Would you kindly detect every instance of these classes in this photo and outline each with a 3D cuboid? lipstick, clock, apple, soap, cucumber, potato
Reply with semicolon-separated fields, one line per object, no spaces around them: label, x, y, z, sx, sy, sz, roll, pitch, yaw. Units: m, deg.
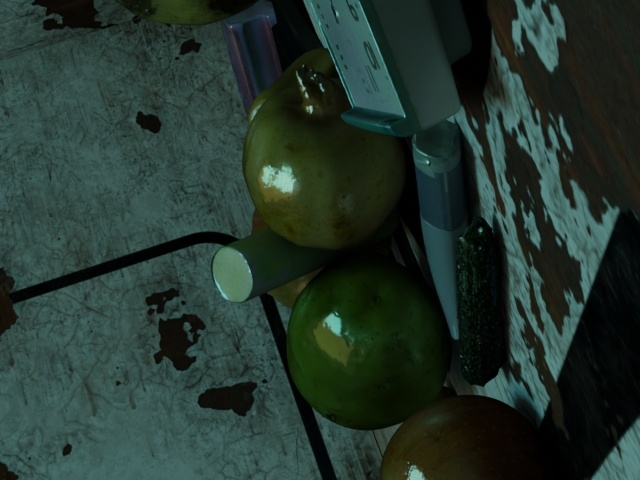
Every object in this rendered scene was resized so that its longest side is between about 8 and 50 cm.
lipstick;-0.011;0.000;1.534;0.076;0.304;0.076;15;115;36
clock;0.046;-0.214;1.055;0.262;0.116;0.231;-130;17;-80
clock;-0.017;-0.232;1.985;0.273;0.049;0.278;-115;8;-52
apple;0.150;0.255;1.244;0.201;0.162;0.201;164;90;-84
soap;-0.098;-0.292;2.328;0.193;0.109;0.323;-117;9;-61
cucumber;0.155;0.066;1.200;0.256;0.043;0.044;79;166;-52
potato;0.061;0.128;1.559;0.304;0.216;0.215;100;153;-59

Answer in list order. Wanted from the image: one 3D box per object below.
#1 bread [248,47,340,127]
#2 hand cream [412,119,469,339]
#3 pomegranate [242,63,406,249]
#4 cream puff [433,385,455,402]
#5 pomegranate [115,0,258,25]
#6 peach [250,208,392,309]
bread;-0.030;-0.182;1.622;0.239;0.074;0.092;-53;-46;-60
hand cream;0.125;-0.006;1.214;0.255;0.048;0.079;75;-158;-45
pomegranate;0.008;-0.088;1.428;0.207;0.207;0.207;162;90;-85
cream puff;0.157;0.231;1.689;0.083;0.058;0.083;83;169;-58
pomegranate;-0.172;-0.424;1.525;0.322;0.322;0.322;162;90;-85
peach;0.000;0.000;1.748;0.232;0.233;0.232;162;90;-85
